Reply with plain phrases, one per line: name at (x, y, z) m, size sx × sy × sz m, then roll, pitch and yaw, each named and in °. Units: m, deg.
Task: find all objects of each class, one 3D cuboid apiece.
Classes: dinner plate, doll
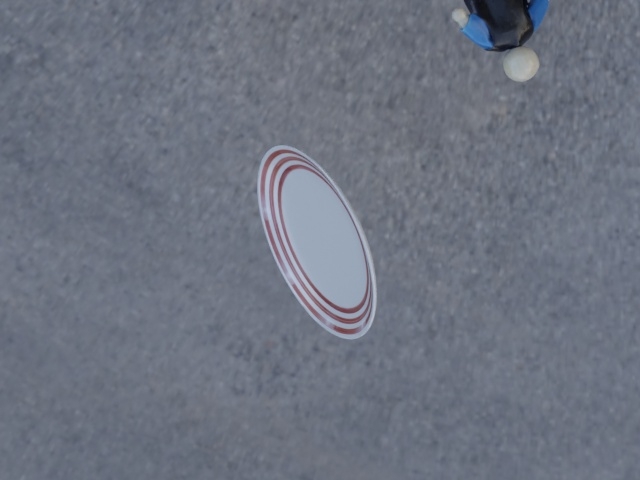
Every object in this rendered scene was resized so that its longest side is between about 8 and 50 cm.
dinner plate at (0.000, 0.000, 0.763) m, size 0.141 × 0.017 × 0.141 m, roll 41°, pitch 144°, yaw 39°
doll at (0.189, -0.258, 1.195) m, size 0.129 × 0.189 × 0.046 m, roll -15°, pitch 170°, yaw -22°
